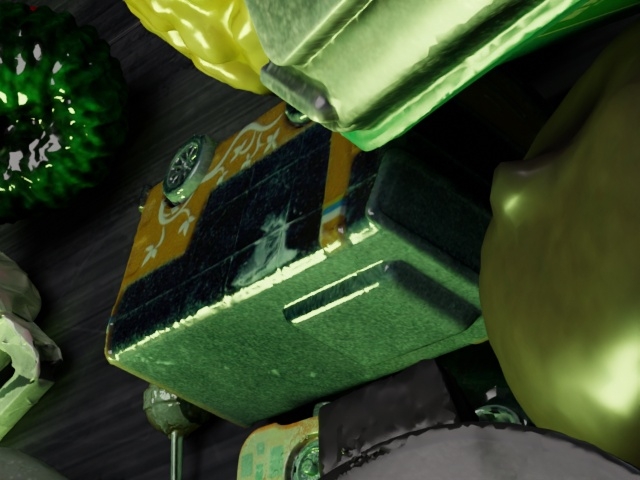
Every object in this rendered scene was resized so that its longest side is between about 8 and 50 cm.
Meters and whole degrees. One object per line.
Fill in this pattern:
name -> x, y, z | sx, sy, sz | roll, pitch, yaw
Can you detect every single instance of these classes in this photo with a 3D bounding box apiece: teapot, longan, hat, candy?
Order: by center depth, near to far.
longan -> 0.222, 0.006, 0.516 | 0.297, 0.297, 0.297 | -23, 50, 31
candy -> -0.116, 0.200, 0.882 | 0.061, 0.061, 0.202 | -20, 59, 33
teapot -> -0.375, 0.108, 1.131 | 0.178, 0.222, 0.163 | -57, 1, 13
hat -> -0.350, -0.161, 1.233 | 0.274, 0.242, 0.332 | -2, 25, -5

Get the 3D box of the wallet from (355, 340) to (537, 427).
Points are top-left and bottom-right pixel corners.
wallet -> 0.112, 0.142, 0.697 | 0.160, 0.055, 0.236 | -32, 45, 15

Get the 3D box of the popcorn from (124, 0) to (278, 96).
popcorn -> -0.031, -0.273, 0.842 | 0.354, 0.390, 0.344 | -29, 57, 49

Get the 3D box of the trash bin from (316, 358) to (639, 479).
trash bin -> 0.109, 0.207, 0.439 | 0.203, 0.301, 0.252 | -27, 55, 17

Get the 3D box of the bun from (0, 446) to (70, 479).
bun -> -0.315, 0.332, 0.862 | 0.354, 0.194, 0.354 | -22, 51, 29

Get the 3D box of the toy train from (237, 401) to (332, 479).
toy train -> -0.007, 0.208, 0.749 | 0.099, 0.072, 0.188 | -27, 48, 36

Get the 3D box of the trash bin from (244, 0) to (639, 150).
trash bin -> 0.128, -0.245, 0.573 | 0.259, 0.381, 0.295 | -32, 78, 59

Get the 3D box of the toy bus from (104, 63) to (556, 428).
toy bus -> 0.000, 0.000, 0.767 | 0.323, 0.162, 0.194 | -27, 41, 43
